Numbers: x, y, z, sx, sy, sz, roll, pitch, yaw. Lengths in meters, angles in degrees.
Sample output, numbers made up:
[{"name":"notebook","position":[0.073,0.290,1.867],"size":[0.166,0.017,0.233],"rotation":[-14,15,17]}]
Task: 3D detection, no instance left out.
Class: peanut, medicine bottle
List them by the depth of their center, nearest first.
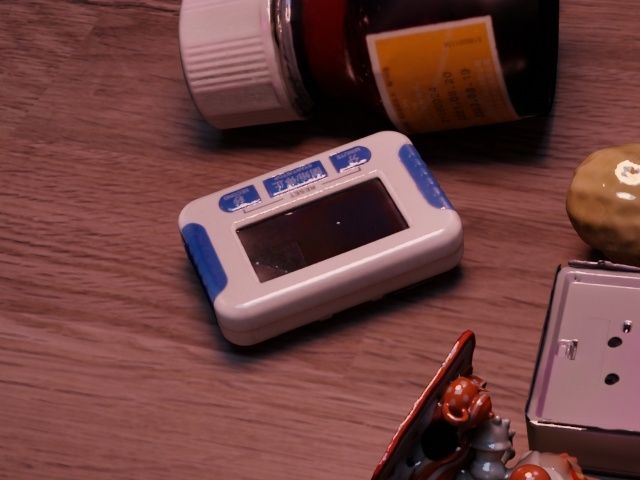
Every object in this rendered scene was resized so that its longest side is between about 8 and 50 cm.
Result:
[{"name":"peanut","position":[0.371,-0.012,1.448],"size":[0.290,0.130,0.130],"rotation":[17,50,23]},{"name":"medicine bottle","position":[0.054,-0.231,1.652],"size":[0.395,0.242,0.242],"rotation":[-1,44,18]}]

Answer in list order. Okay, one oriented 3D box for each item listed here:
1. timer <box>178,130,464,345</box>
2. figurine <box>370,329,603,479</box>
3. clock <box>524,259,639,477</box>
[{"name":"timer","position":[0.000,0.000,1.535],"size":[0.253,0.078,0.178],"rotation":[-19,46,-8]},{"name":"figurine","position":[0.172,0.216,1.224],"size":[0.226,0.183,0.160],"rotation":[28,63,18]},{"name":"clock","position":[0.266,0.112,1.369],"size":[0.147,0.071,0.192],"rotation":[5,45,16]}]
